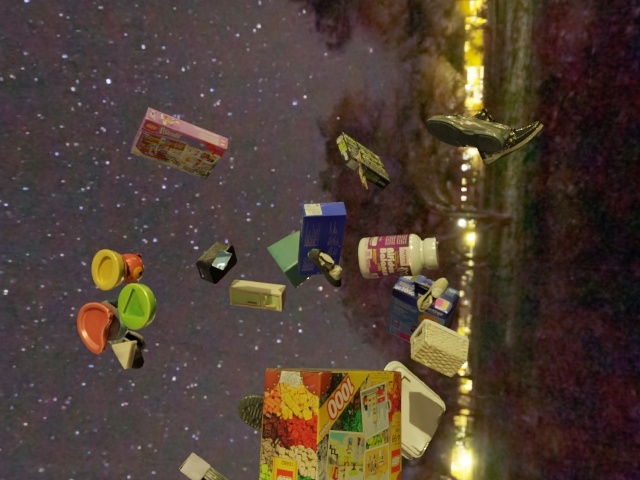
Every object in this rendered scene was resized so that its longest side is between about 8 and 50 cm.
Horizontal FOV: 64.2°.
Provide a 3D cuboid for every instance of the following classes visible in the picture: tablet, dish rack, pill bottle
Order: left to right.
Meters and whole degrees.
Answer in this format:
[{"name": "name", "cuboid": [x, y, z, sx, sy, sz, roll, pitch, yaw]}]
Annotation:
[{"name": "tablet", "cuboid": [-0.425, 0.083, 2.204, 0.006, 0.054, 0.083, 96, -163, -62]}, {"name": "pill bottle", "cuboid": [0.314, 0.062, 2.038, 0.169, 0.302, 0.169, -5, -90, -72]}, {"name": "dish rack", "cuboid": [0.344, 0.675, 2.015, 0.333, 0.072, 0.285, 42, -113, -16]}]

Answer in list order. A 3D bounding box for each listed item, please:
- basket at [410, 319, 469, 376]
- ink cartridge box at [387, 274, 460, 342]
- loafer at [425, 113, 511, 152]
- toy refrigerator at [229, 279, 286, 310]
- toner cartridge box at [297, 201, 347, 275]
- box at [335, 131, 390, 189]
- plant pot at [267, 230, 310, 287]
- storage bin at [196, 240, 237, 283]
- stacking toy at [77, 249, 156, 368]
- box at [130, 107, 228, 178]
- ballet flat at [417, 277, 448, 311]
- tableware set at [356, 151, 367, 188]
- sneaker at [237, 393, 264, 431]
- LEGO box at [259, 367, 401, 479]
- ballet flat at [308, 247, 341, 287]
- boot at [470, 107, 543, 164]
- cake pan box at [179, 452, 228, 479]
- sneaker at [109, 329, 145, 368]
[{"name": "basket", "cuboid": [0.386, 0.354, 1.664, 0.113, 0.167, 0.103, -63, 2, 36]}, {"name": "ink cartridge box", "cuboid": [0.464, 0.310, 2.320, 0.151, 0.270, 0.395, -47, -31, -38]}, {"name": "loafer", "cuboid": [0.466, -0.348, 1.609, 0.084, 0.268, 0.096, -48, -37, -22]}, {"name": "toy refrigerator", "cuboid": [-0.311, 0.273, 2.525, 0.094, 0.270, 0.102, -64, -22, -62]}, {"name": "toner cartridge box", "cuboid": [0.000, 0.000, 2.018, 0.347, 0.165, 0.075, 98, 168, -47]}, {"name": "box", "cuboid": [0.207, -0.385, 2.477, 0.270, 0.060, 0.216, 26, -148, -34]}, {"name": "plant pot", "cuboid": [-0.081, 0.061, 2.298, 0.165, 0.234, 0.165, 52, 173, 35]}, {"name": "storage bin", "cuboid": [-0.488, 0.103, 2.412, 0.180, 0.084, 0.122, -49, -35, -37]}, {"name": "stacking toy", "cuboid": [-0.579, 0.206, 1.539, 0.130, 0.280, 0.308, -1, -62, -60]}, {"name": "box", "cuboid": [-0.510, -0.343, 1.845, 0.201, 0.293, 0.057, -40, 40, 46]}, {"name": "ballet flat", "cuboid": [0.421, 0.208, 1.900, 0.168, 0.057, 0.052, -56, 11, 37]}, {"name": "tableware set", "cuboid": [0.180, -0.301, 2.214, 0.168, 0.020, 0.141, 50, -150, -73]}, {"name": "sneaker", "cuboid": [-0.135, 0.559, 1.664, 0.112, 0.319, 0.131, -65, 23, 1]}, {"name": "LEGO box", "cuboid": [0.051, 0.571, 1.505, 0.500, 0.193, 0.372, 20, -112, -54]}, {"name": "ballet flat", "cuboid": [0.034, 0.105, 1.946, 0.203, 0.074, 0.074, 50, -145, -23]}, {"name": "boot", "cuboid": [0.620, -0.386, 1.761, 0.178, 0.236, 0.085, 53, -136, -5]}, {"name": "cake pan box", "cuboid": [-0.325, 0.769, 1.601, 0.070, 0.246, 0.267, -54, -6, -26]}, {"name": "sneaker", "cuboid": [-0.719, 0.425, 1.969, 0.086, 0.132, 0.228, -64, -37, -42]}]
